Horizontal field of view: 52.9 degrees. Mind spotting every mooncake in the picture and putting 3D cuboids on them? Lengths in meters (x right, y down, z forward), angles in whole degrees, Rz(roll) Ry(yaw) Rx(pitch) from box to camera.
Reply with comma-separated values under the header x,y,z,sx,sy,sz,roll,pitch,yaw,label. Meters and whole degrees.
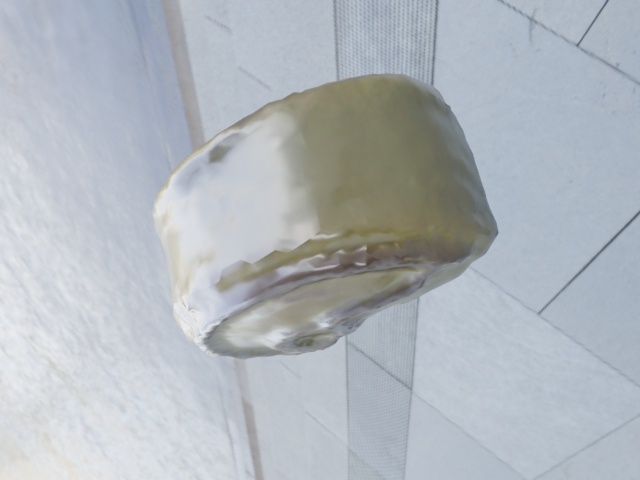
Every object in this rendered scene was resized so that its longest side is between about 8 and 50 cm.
x,y,z,sx,sy,sz,roll,pitch,yaw,label
0.000,0.000,0.809,0.394,0.394,0.246,89,164,-71,mooncake
